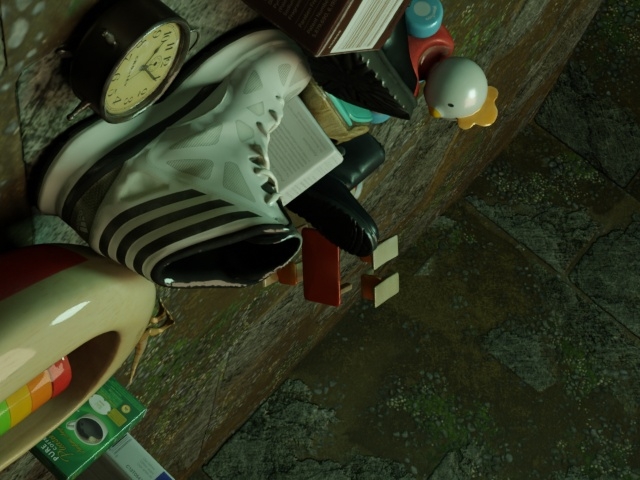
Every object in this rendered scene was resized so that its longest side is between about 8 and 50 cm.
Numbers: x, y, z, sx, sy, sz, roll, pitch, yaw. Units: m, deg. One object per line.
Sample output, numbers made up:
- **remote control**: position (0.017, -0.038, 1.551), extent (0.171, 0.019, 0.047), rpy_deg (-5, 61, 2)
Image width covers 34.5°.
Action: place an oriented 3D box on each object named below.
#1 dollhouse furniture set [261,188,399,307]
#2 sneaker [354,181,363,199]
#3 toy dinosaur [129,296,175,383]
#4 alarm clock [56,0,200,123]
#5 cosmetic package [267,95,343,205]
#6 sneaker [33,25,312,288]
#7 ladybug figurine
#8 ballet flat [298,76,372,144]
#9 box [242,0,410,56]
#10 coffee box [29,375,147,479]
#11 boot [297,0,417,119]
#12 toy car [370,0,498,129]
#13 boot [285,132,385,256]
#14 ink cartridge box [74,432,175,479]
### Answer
- **dollhouse furniture set**: position (0.000, 0.000, 1.954), extent (0.135, 0.261, 0.259), rpy_deg (-31, 124, -54)
- **sneaker**: position (0.058, -0.141, 2.202), extent (0.118, 0.067, 0.042), rpy_deg (-83, -166, -48)
- **toy dinosaur**: position (-0.302, 0.152, 1.725), extent (0.112, 0.064, 0.211), rpy_deg (-29, 154, -13)
- **alarm clock**: position (-0.184, -0.191, 1.054), extent (0.192, 0.064, 0.129), rpy_deg (-29, 156, -55)
- **cosmetic package**: position (-0.094, -0.094, 1.449), extent (0.231, 0.117, 0.085), rpy_deg (-36, 170, 5)
- **sneaker**: position (-0.096, -0.081, 1.242), extent (0.447, 0.257, 0.169), rpy_deg (-41, 165, -41)
- **ladybug figurine**: position (-0.373, 0.141, 1.109), extent (0.449, 0.162, 0.305), rpy_deg (-37, 165, -45)
- **ballet flat**: position (-0.008, -0.200, 1.645), extent (0.124, 0.116, 0.342), rpy_deg (-33, 176, 12)
- **box**: position (-0.004, -0.308, 1.021), extent (0.167, 0.203, 0.168), rpy_deg (-56, 167, 25)
- **coffee box**: position (-0.390, 0.304, 1.700), extent (0.184, 0.113, 0.040), rpy_deg (-43, 169, -40)
- **boot**: position (0.087, -0.316, 1.286), extent (0.260, 0.131, 0.348), rpy_deg (-65, 160, -8)
- **toy car**: position (0.201, -0.270, 1.826), extent (0.210, 0.238, 0.219), rpy_deg (-47, 168, -15)
- **boot**: position (0.052, -0.103, 1.791), extent (0.207, 0.246, 0.094), rpy_deg (-40, 152, -32)
- **ink cartridge box**: position (-0.335, 0.474, 1.901), extent (0.071, 0.324, 0.330), rpy_deg (-42, 166, -29)
